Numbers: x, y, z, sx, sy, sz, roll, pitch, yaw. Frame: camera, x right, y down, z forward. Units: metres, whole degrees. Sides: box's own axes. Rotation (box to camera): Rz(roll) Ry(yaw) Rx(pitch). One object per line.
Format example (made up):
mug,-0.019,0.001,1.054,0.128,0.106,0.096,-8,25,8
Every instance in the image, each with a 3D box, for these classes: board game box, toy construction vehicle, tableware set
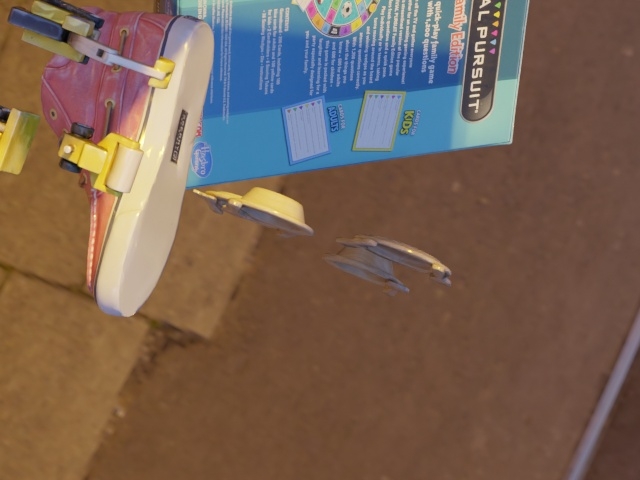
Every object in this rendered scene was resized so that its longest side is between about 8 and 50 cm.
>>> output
board game box,0.020,-0.192,1.547,0.336,0.079,0.253,-9,125,-19
toy construction vehicle,-0.126,-0.067,0.810,0.085,0.098,0.035,-66,173,9
tableware set,0.000,0.000,1.073,0.141,0.169,0.020,152,-40,-80

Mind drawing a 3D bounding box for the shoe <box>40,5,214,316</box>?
shoe,-0.121,-0.048,0.984,0.063,0.081,0.178,43,59,-72
